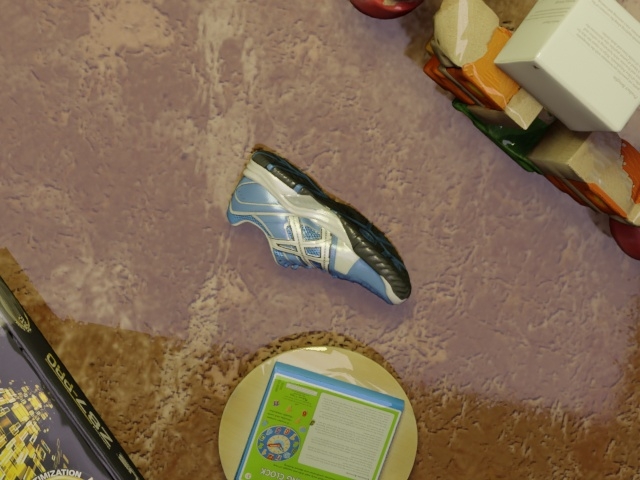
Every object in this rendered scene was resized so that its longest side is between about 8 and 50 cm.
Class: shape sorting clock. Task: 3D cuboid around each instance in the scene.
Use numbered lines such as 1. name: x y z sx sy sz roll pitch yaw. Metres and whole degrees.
1. shape sorting clock: -0.003 0.206 1.812 0.206 0.040 0.206 -1 102 -5

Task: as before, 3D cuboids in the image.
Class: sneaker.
1. sneaker: 0.000 0.000 1.764 0.211 0.080 0.081 38 103 2

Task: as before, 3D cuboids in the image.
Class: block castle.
1. block castle: 0.270 -0.207 1.665 0.453 0.213 0.303 41 85 -15

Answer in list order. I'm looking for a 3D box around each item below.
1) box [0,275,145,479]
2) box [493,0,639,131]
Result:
1. box: -0.409 0.262 1.784 0.395 0.097 0.318 -32 96 4
2. box: 0.224 -0.155 1.496 0.101 0.102 0.087 39 83 -15
